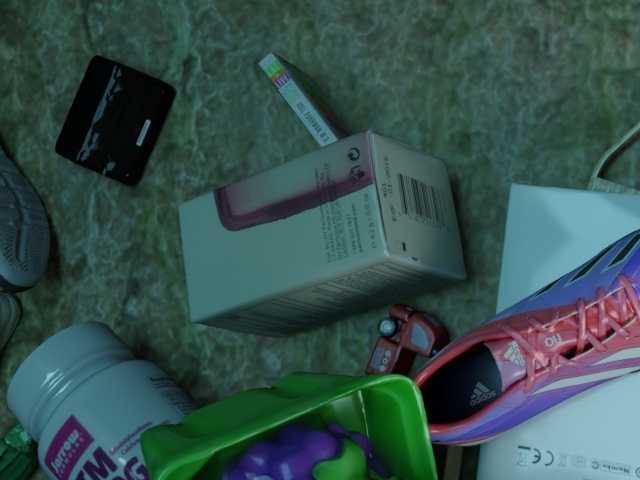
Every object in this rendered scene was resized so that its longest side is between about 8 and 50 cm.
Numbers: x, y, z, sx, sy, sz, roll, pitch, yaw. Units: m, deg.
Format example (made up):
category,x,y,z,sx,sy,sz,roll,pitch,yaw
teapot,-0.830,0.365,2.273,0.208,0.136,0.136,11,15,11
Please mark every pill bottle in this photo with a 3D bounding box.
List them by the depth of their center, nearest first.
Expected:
category,x,y,z,sx,sy,sz,roll,pitch,yaw
pill bottle,-0.181,0.223,1.424,0.283,0.160,0.160,44,100,24

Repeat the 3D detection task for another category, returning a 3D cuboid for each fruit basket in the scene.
category,x,y,z,sx,sy,sz,roll,pitch,yaw
fruit basket,0.032,0.307,1.167,0.283,0.392,0.392,-19,69,-21

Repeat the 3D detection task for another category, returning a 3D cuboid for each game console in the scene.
category,x,y,z,sx,sy,sz,roll,pitch,yaw
game console,-0.232,-0.136,1.589,0.107,0.071,0.122,22,92,-4

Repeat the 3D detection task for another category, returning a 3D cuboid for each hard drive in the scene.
category,x,y,z,sx,sy,sz,roll,pitch,yaw
hard drive,0.266,0.135,1.278,0.233,0.047,0.353,7,91,26

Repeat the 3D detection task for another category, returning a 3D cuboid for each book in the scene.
category,x,y,z,sx,sy,sz,roll,pitch,yaw
book,-0.002,-0.119,1.432,0.035,0.096,0.144,-39,68,8

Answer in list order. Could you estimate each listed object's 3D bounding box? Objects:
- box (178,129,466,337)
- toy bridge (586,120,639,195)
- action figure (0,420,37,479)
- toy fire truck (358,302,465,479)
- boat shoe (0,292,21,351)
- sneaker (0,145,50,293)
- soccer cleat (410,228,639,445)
category,x,y,z,sx,sy,sz,roll,pitch,yaw
box,0.000,0.000,1.362,0.232,0.148,0.127,-19,70,31
toy bridge,0.283,-0.043,1.328,0.063,0.026,0.188,21,91,26
action figure,-0.390,0.279,1.548,0.232,0.137,0.063,-42,54,4
toy fire truck,0.095,0.170,1.368,0.135,0.047,0.192,23,91,26
boat shoe,-0.399,0.134,1.595,0.063,0.059,0.170,23,91,26
sneaker,-0.431,-0.032,1.616,0.180,0.124,0.321,-42,56,17
soccer cleat,0.206,0.086,1.218,0.318,0.116,0.108,-33,74,21
